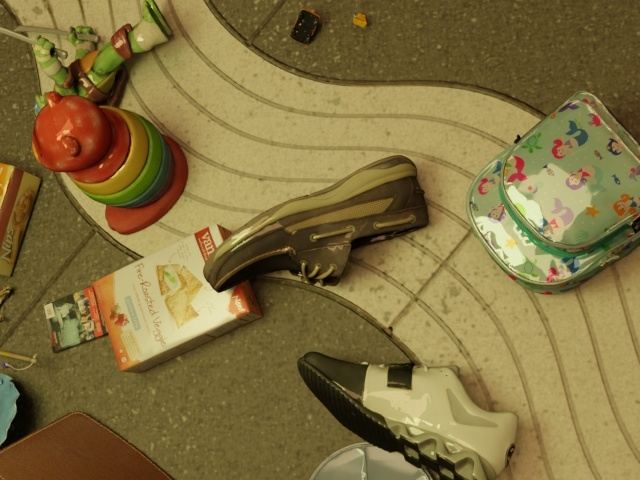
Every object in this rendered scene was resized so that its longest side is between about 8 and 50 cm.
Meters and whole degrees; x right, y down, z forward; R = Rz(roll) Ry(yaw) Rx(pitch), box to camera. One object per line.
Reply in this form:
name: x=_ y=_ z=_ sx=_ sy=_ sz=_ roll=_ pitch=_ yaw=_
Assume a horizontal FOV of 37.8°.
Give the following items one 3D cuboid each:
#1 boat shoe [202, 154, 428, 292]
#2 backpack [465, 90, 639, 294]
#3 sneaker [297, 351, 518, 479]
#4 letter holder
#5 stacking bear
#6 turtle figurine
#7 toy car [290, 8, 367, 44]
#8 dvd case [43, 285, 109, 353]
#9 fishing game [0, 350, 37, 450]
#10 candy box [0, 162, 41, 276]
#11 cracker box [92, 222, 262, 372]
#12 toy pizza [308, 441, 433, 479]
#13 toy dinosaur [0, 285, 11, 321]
boat shoe: x=0.000 y=0.000 z=1.376 sx=0.355 sy=0.132 sz=0.130 roll=-27 pitch=80 yaw=-1
backpack: x=0.333 y=-0.054 z=1.288 sx=0.253 sy=0.191 sz=0.225 roll=-39 pitch=72 yaw=11
sneaker: x=0.126 y=0.226 z=1.332 sx=0.331 sy=0.122 sz=0.146 roll=27 pitch=63 yaw=21
letter holder: x=-0.345 y=0.426 z=1.416 sx=0.302 sy=0.214 sz=0.152 roll=33 pitch=121 yaw=19
stacking bear: x=-0.335 y=-0.135 z=1.436 sx=0.164 sy=0.289 sz=0.175 roll=-21 pitch=74 yaw=11
turtle figurine: x=-0.398 y=-0.336 z=1.547 sx=0.266 sy=0.198 sz=0.274 roll=-29 pitch=76 yaw=5
toy car: x=0.014 y=-0.348 z=1.522 sx=0.122 sy=0.060 sz=0.040 roll=8 pitch=37 yaw=1
dvd case: x=-0.398 y=0.128 z=1.548 sx=0.119 sy=0.013 sz=0.087 roll=-20 pitch=74 yaw=10
fishing game: x=-0.539 y=0.306 z=1.509 sx=0.189 sy=0.041 sz=0.264 roll=-5 pitch=61 yaw=45
candy box: x=-0.661 y=-0.064 z=1.623 sx=0.316 sy=0.087 sz=0.183 roll=14 pitch=84 yaw=18
cracker box: x=-0.227 y=0.093 z=1.476 sx=0.232 sy=0.067 sz=0.155 roll=-25 pitch=73 yaw=9
toy pizza: x=0.072 y=0.390 z=1.335 sx=0.201 sy=0.032 sz=0.201 roll=-3 pitch=65 yaw=7
toy dinosaur: x=-0.600 y=0.136 z=1.595 sx=0.183 sy=0.053 sz=0.092 roll=-19 pitch=59 yaw=4
